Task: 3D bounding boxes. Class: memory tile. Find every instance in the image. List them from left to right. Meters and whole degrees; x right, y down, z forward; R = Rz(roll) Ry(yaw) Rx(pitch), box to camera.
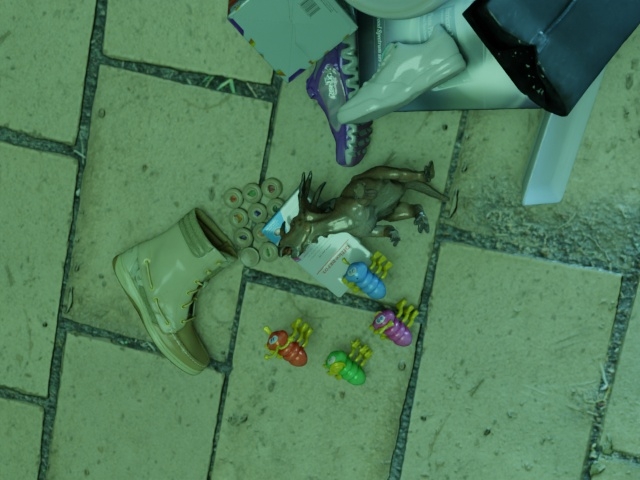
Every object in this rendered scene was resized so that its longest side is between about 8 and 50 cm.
[{"bbox_3d":[-0.107,-0.031,2.092,0.113,0.012,0.148,-13,100,14],"label":"memory tile"}]

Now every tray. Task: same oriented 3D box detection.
[{"bbox_3d":[0.388,-0.189,1.896,0.030,0.145,0.270,26,108,33],"label":"tray"}]

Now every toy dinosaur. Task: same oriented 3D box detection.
[{"bbox_3d":[0.072,-0.070,1.958,0.200,0.295,0.127,13,120,50],"label":"toy dinosaur"}]

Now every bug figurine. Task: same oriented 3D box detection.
[{"bbox_3d":[0.044,0.153,2.028,0.216,0.072,0.279,37,112,-28],"label":"bug figurine"}]

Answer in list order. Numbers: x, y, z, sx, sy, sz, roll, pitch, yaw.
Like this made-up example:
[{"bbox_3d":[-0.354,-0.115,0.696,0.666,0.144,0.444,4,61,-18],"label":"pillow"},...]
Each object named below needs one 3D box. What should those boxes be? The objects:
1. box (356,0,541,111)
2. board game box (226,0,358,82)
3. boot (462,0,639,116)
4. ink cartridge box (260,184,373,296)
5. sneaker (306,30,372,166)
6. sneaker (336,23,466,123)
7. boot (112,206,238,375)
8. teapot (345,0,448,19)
[{"bbox_3d":[0.211,-0.360,1.865,0.294,0.183,0.296,-1,103,11],"label":"box"},{"bbox_3d":[-0.048,-0.388,1.846,0.142,0.275,0.144,-37,115,17],"label":"board game box"},{"bbox_3d":[0.476,-0.347,1.713,0.367,0.146,0.445,43,72,1],"label":"boot"},{"bbox_3d":[0.000,0.000,2.044,0.181,0.061,0.104,41,104,-4],"label":"ink cartridge box"},{"bbox_3d":[0.028,-0.242,1.981,0.104,0.095,0.236,0,98,18],"label":"sneaker"},{"bbox_3d":[0.110,-0.252,1.786,0.212,0.080,0.094,-27,86,11],"label":"sneaker"},{"bbox_3d":[-0.225,0.093,2.105,0.203,0.095,0.262,-31,90,15],"label":"boot"},{"bbox_3d":[0.120,-0.450,1.684,0.252,0.187,0.256,-28,103,37],"label":"teapot"}]
